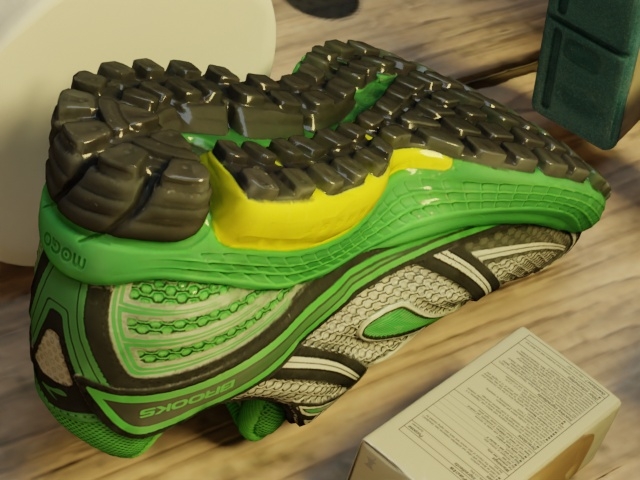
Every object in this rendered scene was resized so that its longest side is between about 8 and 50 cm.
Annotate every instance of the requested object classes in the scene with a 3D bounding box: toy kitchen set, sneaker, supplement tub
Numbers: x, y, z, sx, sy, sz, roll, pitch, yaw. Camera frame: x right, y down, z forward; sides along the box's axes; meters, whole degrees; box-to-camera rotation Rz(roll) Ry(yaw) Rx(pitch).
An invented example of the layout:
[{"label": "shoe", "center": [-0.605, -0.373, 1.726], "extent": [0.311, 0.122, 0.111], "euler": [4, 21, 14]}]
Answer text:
[{"label": "toy kitchen set", "center": [0.168, -0.034, 0.847], "extent": [0.207, 0.122, 0.166], "euler": [33, 57, 23]}, {"label": "sneaker", "center": [0.000, 0.000, 0.775], "extent": [0.134, 0.146, 0.343], "euler": [35, 27, 32]}, {"label": "supplement tub", "center": [-0.166, -0.136, 0.813], "extent": [0.191, 0.191, 0.272], "euler": [-20, 51, -36]}]

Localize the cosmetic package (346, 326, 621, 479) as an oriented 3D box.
[{"label": "cosmetic package", "center": [0.069, 0.089, 0.753], "extent": [0.060, 0.041, 0.115], "euler": [39, 45, 24]}]
